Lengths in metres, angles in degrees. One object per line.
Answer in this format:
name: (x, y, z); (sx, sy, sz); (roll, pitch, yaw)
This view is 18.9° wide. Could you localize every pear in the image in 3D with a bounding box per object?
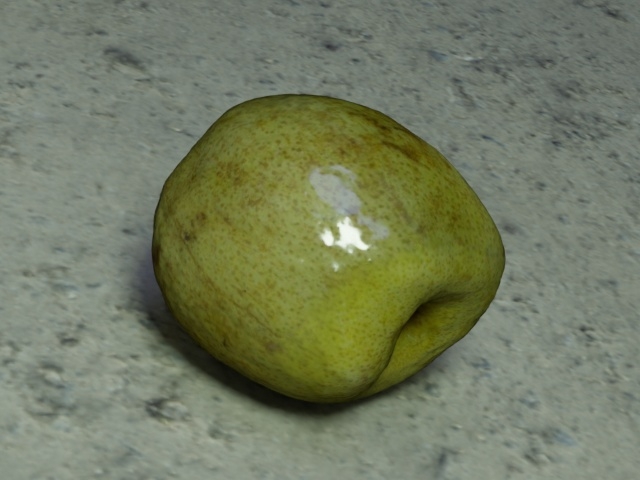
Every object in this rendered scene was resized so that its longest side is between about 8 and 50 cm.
pear: (0.000, 0.000, 1.301); (0.211, 0.188, 0.228); (45, 35, 23)
